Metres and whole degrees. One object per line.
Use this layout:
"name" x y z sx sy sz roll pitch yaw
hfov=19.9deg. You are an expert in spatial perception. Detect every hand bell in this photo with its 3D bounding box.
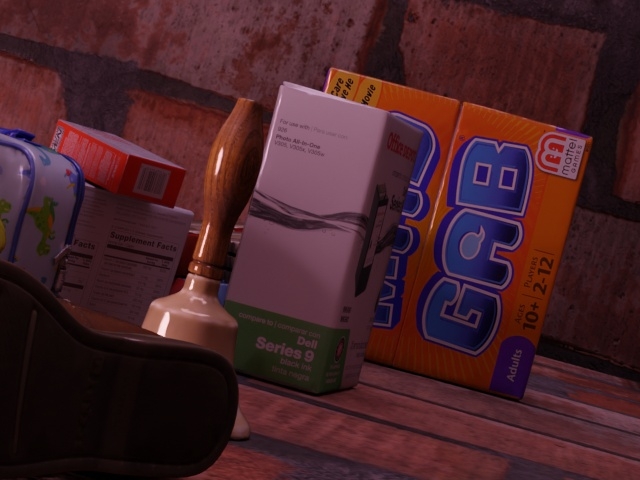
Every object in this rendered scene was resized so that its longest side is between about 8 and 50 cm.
"hand bell" -0.080 0.014 1.344 0.126 0.242 0.126 16 1 0

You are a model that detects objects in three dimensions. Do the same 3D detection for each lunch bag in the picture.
"lunch bag" -0.318 -0.021 1.637 0.219 0.176 0.090 15 1 34

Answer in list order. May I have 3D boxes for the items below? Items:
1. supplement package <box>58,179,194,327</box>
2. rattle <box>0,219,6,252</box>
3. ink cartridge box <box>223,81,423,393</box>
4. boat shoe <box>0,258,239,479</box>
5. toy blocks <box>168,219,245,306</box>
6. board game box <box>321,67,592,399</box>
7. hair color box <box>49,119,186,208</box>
"supplement package" -0.297 -0.013 1.836 0.204 0.145 0.262 14 5 -42
"rattle" -0.320 0.062 1.363 0.200 0.142 0.130 -27 31 -27
"ink cartridge box" 0.000 0.000 1.864 0.121 0.289 0.211 15 1 13
"boat shoe" -0.177 0.073 0.995 0.104 0.110 0.307 11 -11 37
"toy blocks" -0.135 0.036 2.142 0.261 0.190 0.381 2 5 -21
"board game box" 0.134 -0.012 2.512 0.356 0.356 0.356 15 1 -1
"hair color box" -0.199 -0.075 1.767 0.072 0.043 0.141 15 8 -39
